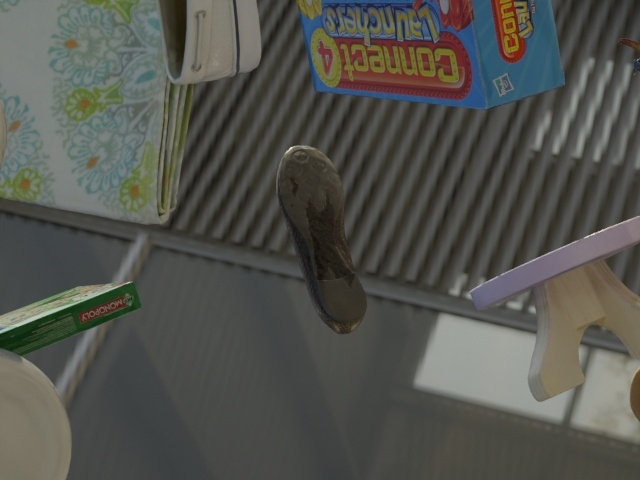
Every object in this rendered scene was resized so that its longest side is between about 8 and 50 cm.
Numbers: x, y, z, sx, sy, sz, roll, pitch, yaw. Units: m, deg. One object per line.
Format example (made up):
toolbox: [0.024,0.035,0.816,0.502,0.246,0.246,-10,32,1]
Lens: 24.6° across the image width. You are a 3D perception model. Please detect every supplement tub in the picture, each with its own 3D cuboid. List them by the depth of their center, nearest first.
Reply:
supplement tub: [-0.385,0.173,1.349,0.194,0.316,0.193,-5,-82,-39]

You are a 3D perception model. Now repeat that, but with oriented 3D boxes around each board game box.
board game box: [0.073,-0.282,1.324,0.086,0.308,0.301,-18,-74,-26]
board game box: [-0.446,0.136,2.148,0.317,0.213,0.046,-22,-83,-30]

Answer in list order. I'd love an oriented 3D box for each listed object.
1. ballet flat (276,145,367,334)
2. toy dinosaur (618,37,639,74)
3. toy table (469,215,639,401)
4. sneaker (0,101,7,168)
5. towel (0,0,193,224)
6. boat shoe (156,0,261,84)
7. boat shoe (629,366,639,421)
ballet flat: [0.000,0.000,1.735,0.058,0.084,0.249,110,147,-58]
toy dinosaur: [0.382,-0.195,1.588,0.082,0.090,0.047,-3,-33,-33]
toy table: [0.321,0.088,1.800,0.252,0.274,0.160,-19,-98,-28]
sneaker: [-0.329,-0.074,1.354,0.094,0.080,0.212,146,118,-79]
towel: [-0.333,-0.200,1.872,0.090,0.375,0.320,4,-83,-70]
boat shoe: [-0.174,-0.343,1.670,0.156,0.136,0.367,-21,-53,-21]
boat shoe: [0.432,0.168,1.425,0.096,0.277,0.098,92,-174,-86]
